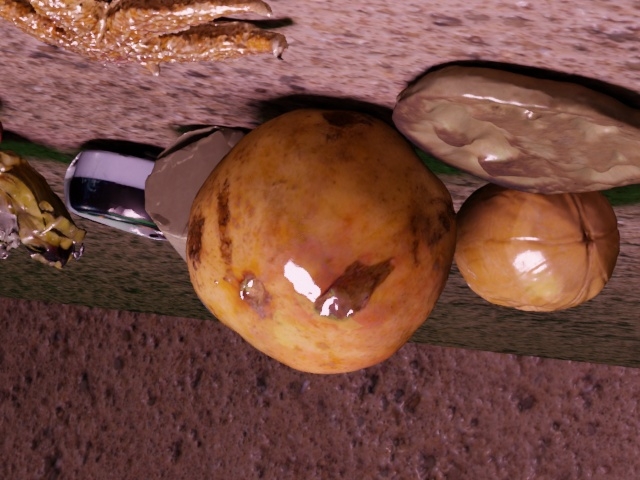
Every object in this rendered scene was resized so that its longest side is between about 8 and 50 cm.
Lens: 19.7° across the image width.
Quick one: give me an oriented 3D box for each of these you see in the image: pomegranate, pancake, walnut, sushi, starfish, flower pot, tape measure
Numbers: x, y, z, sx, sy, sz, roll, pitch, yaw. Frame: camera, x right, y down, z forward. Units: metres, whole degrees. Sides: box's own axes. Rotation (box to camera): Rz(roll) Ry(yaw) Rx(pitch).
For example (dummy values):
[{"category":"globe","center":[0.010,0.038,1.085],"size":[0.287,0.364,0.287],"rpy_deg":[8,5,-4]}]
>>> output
[{"category":"pomegranate","center":[0.000,0.000,1.898],"size":[0.281,0.281,0.281],"rpy_deg":[10,171,2]},{"category":"pancake","center":[0.200,-0.103,1.736],"size":[0.294,0.049,0.294],"rpy_deg":[10,167,2]},{"category":"walnut","center":[0.233,-0.002,1.982],"size":[0.165,0.165,0.197],"rpy_deg":[14,170,-20]},{"category":"sushi","center":[-0.431,-0.066,2.328],"size":[0.291,0.131,0.139],"rpy_deg":[39,180,22]},{"category":"starfish","center":[-0.189,-0.192,1.599],"size":[0.302,0.060,0.299],"rpy_deg":[15,172,-22]},{"category":"flower pot","center":[-0.095,-0.033,2.128],"size":[0.212,0.212,0.202],"rpy_deg":[6,155,28]},{"category":"tape measure","center":[-0.225,-0.058,2.307],"size":[0.182,0.107,0.181],"rpy_deg":[18,171,-35]}]

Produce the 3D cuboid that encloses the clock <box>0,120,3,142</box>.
[{"category":"clock","center":[-0.525,-0.157,2.129],"size":[0.319,0.080,0.318],"rpy_deg":[9,166,2]}]
